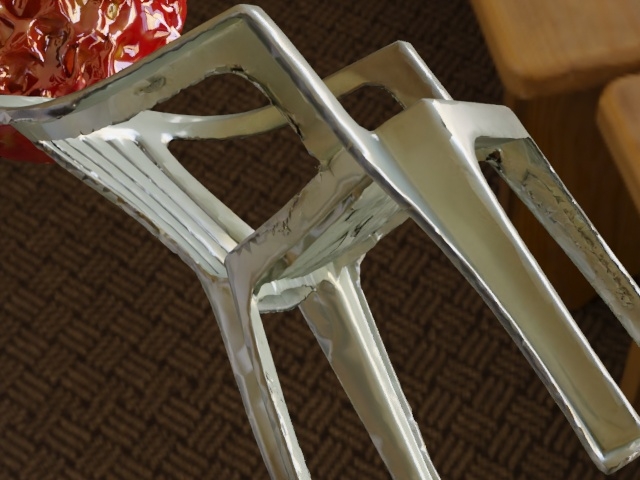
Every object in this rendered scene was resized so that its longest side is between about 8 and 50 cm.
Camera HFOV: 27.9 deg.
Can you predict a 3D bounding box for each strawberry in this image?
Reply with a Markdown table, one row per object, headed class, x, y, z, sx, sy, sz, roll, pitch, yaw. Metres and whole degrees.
| class | x | y | z | sx | sy | sz | roll | pitch | yaw |
| --- | --- | --- | --- | --- | --- | --- | --- | --- | --- |
| strawberry | -0.189 | -0.131 | 0.775 | 0.234 | 0.234 | 0.178 | -1 | 67 | 5 |

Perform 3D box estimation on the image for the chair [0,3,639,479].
| class | x | y | z | sx | sy | sz | roll | pitch | yaw |
| --- | --- | --- | --- | --- | --- | --- | --- | --- | --- |
| chair | 0.000 | 0.000 | 0.559 | 0.191 | 0.203 | 0.274 | -35 | 80 | 20 |
